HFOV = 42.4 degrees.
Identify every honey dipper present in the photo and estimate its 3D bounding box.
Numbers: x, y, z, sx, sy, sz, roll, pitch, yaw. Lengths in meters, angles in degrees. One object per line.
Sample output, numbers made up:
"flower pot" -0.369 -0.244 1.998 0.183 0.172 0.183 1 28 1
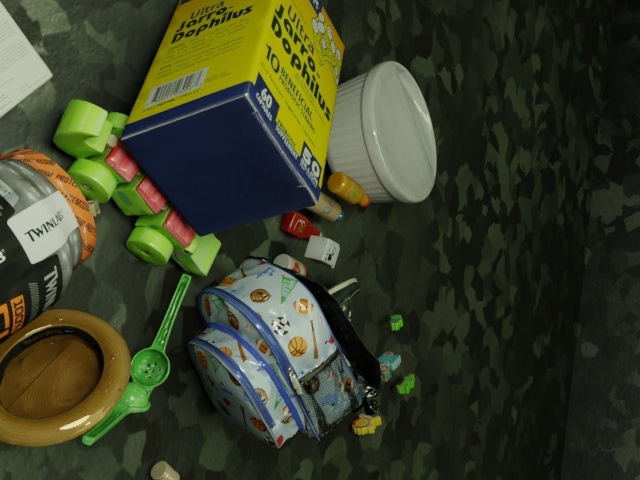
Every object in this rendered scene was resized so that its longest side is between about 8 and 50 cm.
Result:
"honey dipper" -0.205 0.390 1.267 0.161 0.030 0.031 57 48 -40

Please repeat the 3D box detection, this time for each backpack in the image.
"backpack" -0.081 0.165 1.262 0.213 0.276 0.264 -31 113 -34

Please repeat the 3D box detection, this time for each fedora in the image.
"fedora" -0.330 0.177 1.020 0.194 0.194 0.079 -54 166 -38

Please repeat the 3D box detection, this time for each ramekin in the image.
"ramekin" 0.109 -0.193 1.560 0.272 0.127 0.273 24 61 -54

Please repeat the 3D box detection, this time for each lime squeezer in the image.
"lime squeezer" -0.244 0.188 1.139 0.058 0.110 0.310 31 41 -5

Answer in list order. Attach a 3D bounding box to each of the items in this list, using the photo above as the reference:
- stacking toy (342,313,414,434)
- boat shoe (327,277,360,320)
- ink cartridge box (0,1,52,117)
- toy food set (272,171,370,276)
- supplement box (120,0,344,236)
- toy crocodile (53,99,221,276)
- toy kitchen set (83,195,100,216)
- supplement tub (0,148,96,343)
"stacking toy" 0.120 0.268 1.689 0.221 0.052 0.167 -35 120 -49
"boat shoe" 0.016 0.129 1.483 0.079 0.084 0.233 58 27 0
"ink cartridge box" -0.436 -0.228 0.928 0.225 0.056 0.181 57 48 -24
"toy food set" 0.000 0.000 1.463 0.104 0.111 0.232 29 75 -52
"supplement box" -0.105 -0.214 1.161 0.194 0.195 0.357 55 30 -39
"toy crocodile" -0.240 -0.066 1.141 0.341 0.105 0.115 54 50 -40
"toy kitchen set" -0.323 -0.013 1.069 0.068 0.083 0.075 -114 -166 -75
"supplement tub" -0.399 0.038 0.857 0.316 0.193 0.194 -44 125 -43
